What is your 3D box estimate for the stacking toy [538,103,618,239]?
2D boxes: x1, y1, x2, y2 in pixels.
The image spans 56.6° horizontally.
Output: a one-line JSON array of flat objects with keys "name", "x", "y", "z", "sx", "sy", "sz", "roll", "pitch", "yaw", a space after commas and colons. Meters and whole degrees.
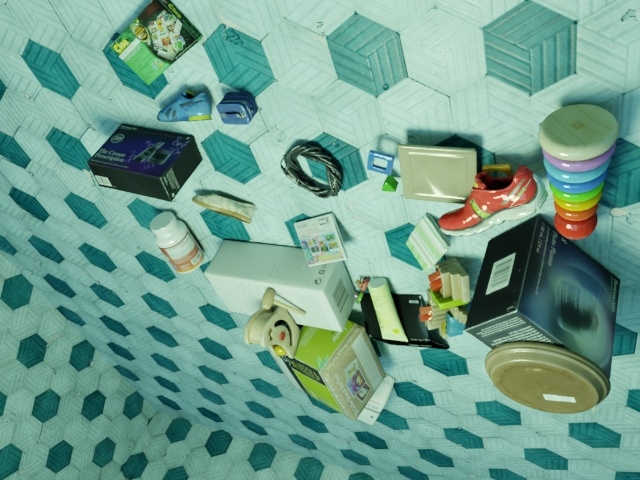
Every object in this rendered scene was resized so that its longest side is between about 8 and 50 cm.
[{"name": "stacking toy", "x": 0.537, "y": -0.117, "z": 1.238, "sx": 0.141, "sy": 0.141, "sz": 0.330, "roll": 6, "pitch": 145, "yaw": 28}]

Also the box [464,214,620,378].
[{"name": "box", "x": 0.543, "y": 0.153, "z": 1.430, "sx": 0.294, "sy": 0.296, "sz": 0.183, "roll": 35, "pitch": 145, "yaw": -13}]

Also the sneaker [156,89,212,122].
[{"name": "sneaker", "x": -0.365, "y": -0.357, "z": 1.586, "sx": 0.209, "sy": 0.069, "sz": 0.082, "roll": 6, "pitch": 108, "yaw": 41}]

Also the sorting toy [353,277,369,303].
[{"name": "sorting toy", "x": 0.125, "y": 0.154, "z": 1.914, "sx": 0.042, "sy": 0.061, "sz": 0.102, "roll": 24, "pitch": 123, "yaw": 5}]

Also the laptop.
[{"name": "laptop", "x": 0.284, "y": 0.275, "z": 2.007, "sx": 0.234, "sy": 0.136, "sz": 0.264, "roll": -2, "pitch": 162, "yaw": 36}]

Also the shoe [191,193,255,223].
[{"name": "shoe", "x": -0.303, "y": -0.111, "z": 1.866, "sx": 0.219, "sy": 0.058, "sz": 0.076, "roll": 19, "pitch": 176, "yaw": 18}]

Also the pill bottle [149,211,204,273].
[{"name": "pill bottle", "x": -0.506, "y": 0.006, "z": 2.086, "sx": 0.121, "sy": 0.121, "sz": 0.216, "roll": 5, "pitch": 139, "yaw": 29}]

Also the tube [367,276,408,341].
[{"name": "tube", "x": 0.212, "y": 0.230, "z": 1.904, "sx": 0.070, "sy": 0.062, "sz": 0.240, "roll": -128, "pitch": 16, "yaw": -60}]

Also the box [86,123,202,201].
[{"name": "box", "x": -0.508, "y": -0.230, "z": 1.726, "sx": 0.261, "sy": 0.184, "sz": 0.103, "roll": 12, "pitch": 141, "yaw": 20}]

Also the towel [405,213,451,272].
[{"name": "towel", "x": 0.291, "y": 0.009, "z": 1.610, "sx": 0.113, "sy": 0.023, "sz": 0.152, "roll": 59, "pitch": 154, "yaw": 21}]

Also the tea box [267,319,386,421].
[{"name": "tea box", "x": 0.019, "y": 0.425, "z": 2.136, "sx": 0.324, "sy": 0.220, "sz": 0.329, "roll": 21, "pitch": 149, "yaw": 37}]

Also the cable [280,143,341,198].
[{"name": "cable", "x": -0.012, "y": -0.184, "z": 1.589, "sx": 0.184, "sy": 0.047, "sz": 0.150, "roll": 40, "pitch": 138, "yaw": -14}]

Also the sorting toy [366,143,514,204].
[{"name": "sorting toy", "x": 0.283, "y": -0.163, "z": 1.410, "sx": 0.348, "sy": 0.047, "sz": 0.196, "roll": 8, "pitch": 145, "yaw": 21}]

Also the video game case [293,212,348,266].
[{"name": "video game case", "x": 0.000, "y": 0.000, "z": 1.776, "sx": 0.157, "sy": 0.019, "sz": 0.143, "roll": -13, "pitch": 100, "yaw": 43}]

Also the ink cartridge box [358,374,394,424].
[{"name": "ink cartridge box", "x": 0.166, "y": 0.630, "z": 2.451, "sx": 0.207, "sy": 0.117, "sz": 0.283, "roll": 22, "pitch": 145, "yaw": 8}]

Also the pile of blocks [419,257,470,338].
[{"name": "pile of blocks", "x": 0.351, "y": 0.202, "z": 1.718, "sx": 0.113, "sy": 0.149, "sz": 0.362, "roll": -13, "pitch": 140, "yaw": -3}]

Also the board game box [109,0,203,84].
[{"name": "board game box", "x": -0.410, "y": -0.489, "z": 1.463, "sx": 0.260, "sy": 0.030, "sz": 0.136, "roll": -17, "pitch": 128, "yaw": 45}]

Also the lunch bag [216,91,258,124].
[{"name": "lunch bag", "x": -0.209, "y": -0.330, "z": 1.502, "sx": 0.098, "sy": 0.065, "sz": 0.067, "roll": 6, "pitch": 140, "yaw": 29}]

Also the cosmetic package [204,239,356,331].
[{"name": "cosmetic package", "x": -0.131, "y": 0.146, "z": 1.983, "sx": 0.453, "sy": 0.161, "sz": 0.230, "roll": 6, "pitch": 141, "yaw": 27}]

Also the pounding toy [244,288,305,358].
[{"name": "pounding toy", "x": -0.133, "y": 0.292, "z": 1.897, "sx": 0.155, "sy": 0.154, "sz": 0.269, "roll": 4, "pitch": 141, "yaw": 31}]

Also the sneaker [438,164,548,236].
[{"name": "sneaker", "x": 0.374, "y": -0.096, "z": 1.344, "sx": 0.279, "sy": 0.107, "sz": 0.118, "roll": -24, "pitch": 106, "yaw": 47}]

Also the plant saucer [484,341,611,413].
[{"name": "plant saucer", "x": 0.519, "y": 0.327, "z": 1.378, "sx": 0.278, "sy": 0.041, "sz": 0.278, "roll": 17, "pitch": 144, "yaw": 12}]
